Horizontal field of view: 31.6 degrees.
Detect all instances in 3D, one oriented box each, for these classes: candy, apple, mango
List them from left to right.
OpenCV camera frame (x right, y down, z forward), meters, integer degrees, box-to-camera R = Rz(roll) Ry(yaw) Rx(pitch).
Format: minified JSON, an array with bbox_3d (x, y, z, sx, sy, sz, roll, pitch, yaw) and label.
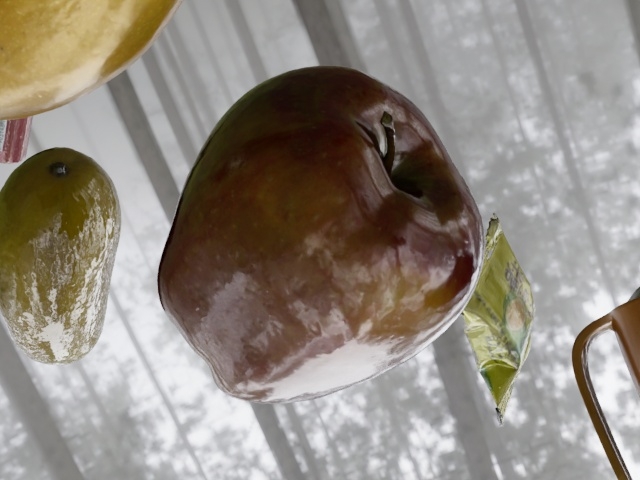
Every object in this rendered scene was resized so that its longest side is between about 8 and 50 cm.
[{"bbox_3d":[-0.321,0.034,1.376,0.142,0.331,0.195,14,-144,7],"label":"mango"},{"bbox_3d":[-0.207,-0.223,0.915,0.359,0.187,0.144,-48,-171,30],"label":"mango"},{"bbox_3d":[0.000,0.000,1.068,0.317,0.288,0.288,-49,-174,32],"label":"apple"},{"bbox_3d":[0.275,0.125,1.737,0.081,0.297,0.187,6,-133,29],"label":"candy"}]

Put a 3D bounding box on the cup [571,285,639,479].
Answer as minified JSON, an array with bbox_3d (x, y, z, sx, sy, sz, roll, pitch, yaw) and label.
[{"bbox_3d":[0.365,0.157,1.071,0.226,0.264,0.182,-16,162,23],"label":"cup"}]

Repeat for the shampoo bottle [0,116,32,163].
[{"bbox_3d":[-0.465,-0.266,1.662,0.118,0.314,0.076,28,-148,15],"label":"shampoo bottle"}]
